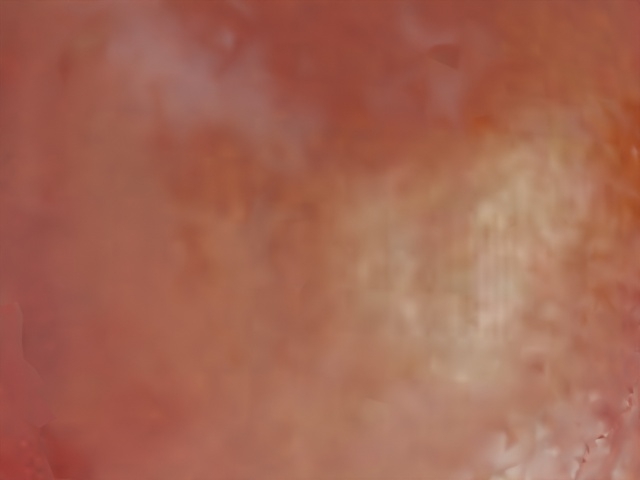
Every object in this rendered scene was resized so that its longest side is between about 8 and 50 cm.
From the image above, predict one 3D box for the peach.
[{"bbox_3d":[0.000,-0.001,0.502,0.372,0.372,0.290,62,162,13],"label":"peach"}]
